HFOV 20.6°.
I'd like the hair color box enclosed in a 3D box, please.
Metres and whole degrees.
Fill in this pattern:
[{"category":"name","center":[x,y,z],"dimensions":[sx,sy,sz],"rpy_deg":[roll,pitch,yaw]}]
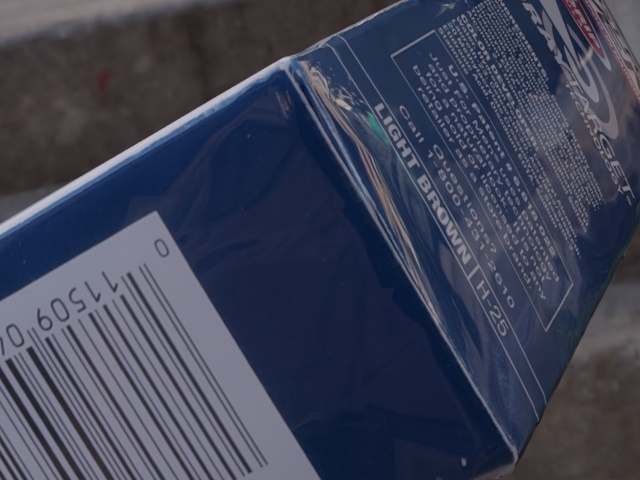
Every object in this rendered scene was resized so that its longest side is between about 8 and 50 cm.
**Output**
[{"category":"hair color box","center":[0.000,0.000,0.552],"dimensions":[0.174,0.105,0.347],"rpy_deg":[-28,5,22]}]
